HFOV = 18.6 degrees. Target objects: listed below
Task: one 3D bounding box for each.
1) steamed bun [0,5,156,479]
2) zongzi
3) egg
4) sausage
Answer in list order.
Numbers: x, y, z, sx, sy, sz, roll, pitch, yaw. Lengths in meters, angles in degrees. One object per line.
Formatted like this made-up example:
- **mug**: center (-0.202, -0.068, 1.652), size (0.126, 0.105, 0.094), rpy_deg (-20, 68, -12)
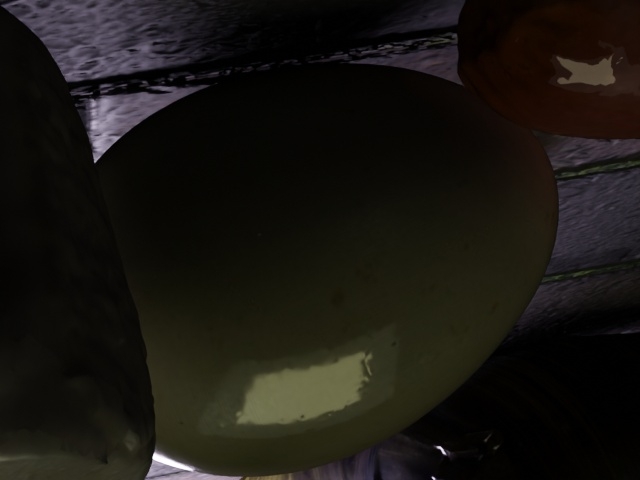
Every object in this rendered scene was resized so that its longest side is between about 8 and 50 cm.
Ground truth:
- **steamed bun**: center (-0.247, 0.058, 0.810), size (0.384, 0.247, 0.236), rpy_deg (-18, 160, 14)
- **zongzi**: center (0.169, 0.183, 1.720), size (0.403, 0.207, 0.432), rpy_deg (-17, -173, -26)
- **egg**: center (-0.009, 0.010, 0.929), size (0.254, 0.188, 0.188), rpy_deg (-24, 162, 5)
- **sausage**: center (0.175, -0.097, 0.849), size (0.259, 0.113, 0.113), rpy_deg (-4, 162, -31)
